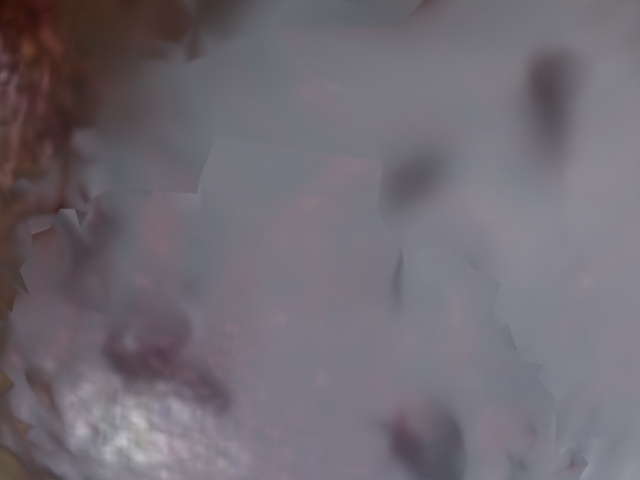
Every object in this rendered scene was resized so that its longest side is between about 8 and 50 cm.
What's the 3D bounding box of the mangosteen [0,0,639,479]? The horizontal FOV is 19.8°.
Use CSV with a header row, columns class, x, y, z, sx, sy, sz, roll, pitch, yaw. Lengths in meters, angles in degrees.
class,x,y,z,sx,sy,sz,roll,pitch,yaw
mangosteen,-0.003,-0.019,0.487,0.297,0.297,0.293,8,126,-46
